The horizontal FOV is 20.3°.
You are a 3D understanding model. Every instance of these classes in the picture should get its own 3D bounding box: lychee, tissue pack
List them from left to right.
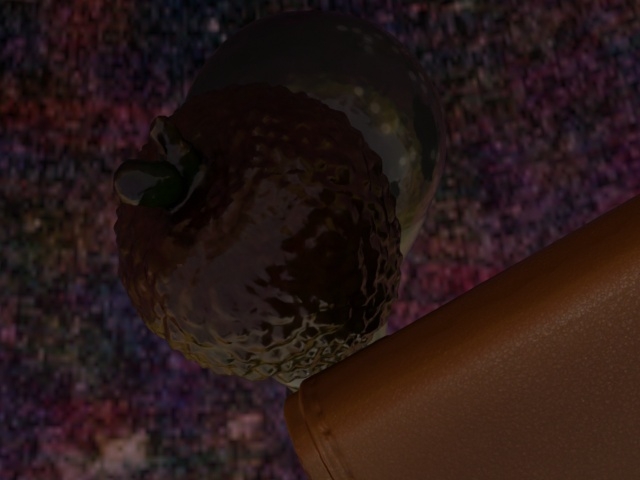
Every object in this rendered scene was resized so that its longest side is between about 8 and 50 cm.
[{"bbox_3d":[-0.025,-0.003,0.694,0.114,0.114,0.146,-28,137,22],"label":"lychee"},{"bbox_3d":[0.150,0.038,0.597,0.274,0.194,0.145,-31,87,12],"label":"tissue pack"}]

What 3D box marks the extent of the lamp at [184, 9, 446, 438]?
[{"bbox_3d":[0.017,-0.009,1.247,0.182,0.182,0.314,-16,113,11],"label":"lamp"}]
